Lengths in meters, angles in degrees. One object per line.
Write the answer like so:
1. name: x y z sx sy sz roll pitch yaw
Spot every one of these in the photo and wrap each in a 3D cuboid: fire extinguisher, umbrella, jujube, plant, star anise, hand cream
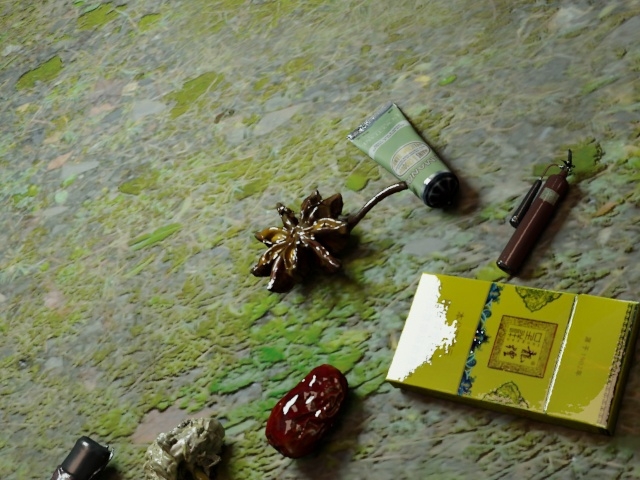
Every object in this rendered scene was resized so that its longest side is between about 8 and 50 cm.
1. fire extinguisher: 0.272 -0.036 1.233 0.173 0.035 0.049 -56 14 -9
2. umbrella: -0.386 0.412 1.305 0.326 0.090 0.094 -58 30 -11
3. jujube: -0.017 0.213 1.222 0.077 0.077 0.129 25 72 37
4. plant: -0.165 0.296 1.269 0.122 0.104 0.116 48 121 15
5. star anise: 0.001 -0.001 1.330 0.234 0.073 0.177 -6 50 46
6. hand cream: 0.118 -0.119 1.356 0.086 0.055 0.235 -38 44 1

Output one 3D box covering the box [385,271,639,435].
1. box: 0.227 0.129 1.155 0.279 0.041 0.153 8 66 33
